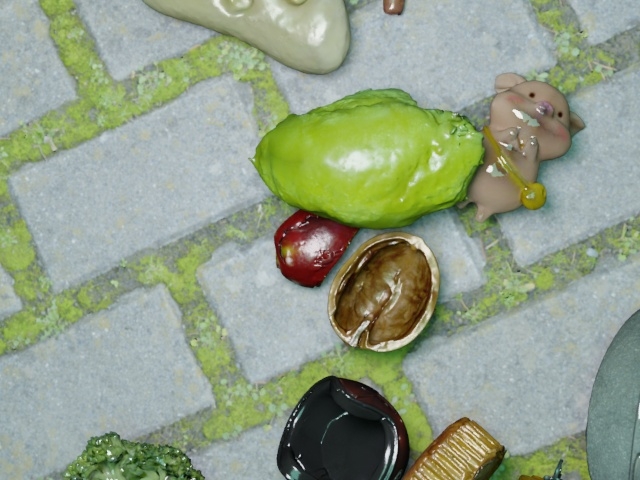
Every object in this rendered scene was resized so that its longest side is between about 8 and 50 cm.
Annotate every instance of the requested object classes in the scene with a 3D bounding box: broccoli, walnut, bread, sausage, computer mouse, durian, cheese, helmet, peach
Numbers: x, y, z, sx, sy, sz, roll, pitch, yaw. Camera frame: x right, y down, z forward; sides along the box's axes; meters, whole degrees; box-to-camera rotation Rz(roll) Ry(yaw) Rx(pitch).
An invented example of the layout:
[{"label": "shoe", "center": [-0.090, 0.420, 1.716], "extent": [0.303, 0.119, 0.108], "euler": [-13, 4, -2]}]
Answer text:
[{"label": "broccoli", "center": [-0.297, 0.464, 1.691], "extent": [0.288, 0.260, 0.235], "euler": [29, 124, 2]}, {"label": "walnut", "center": [0.110, 0.088, 1.738], "extent": [0.167, 0.087, 0.211], "euler": [36, 89, 12]}, {"label": "bread", "center": [0.198, 0.373, 1.673], "extent": [0.104, 0.199, 0.199], "euler": [40, 91, 19]}, {"label": "sausage", "center": [0.131, -0.471, 1.782], "extent": [0.043, 0.043, 0.186], "euler": [7, 89, 5]}, {"label": "computer mouse", "center": [0.518, 0.250, 1.624], "extent": [0.203, 0.114, 0.373], "euler": [5, 66, 27]}, {"label": "durian", "center": [0.067, -0.126, 1.679], "extent": [0.340, 0.256, 0.204], "euler": [-18, 126, -8]}, {"label": "cheese", "center": [-0.137, -0.412, 1.760], "extent": [0.328, 0.129, 0.351], "euler": [-16, 84, 2]}, {"label": "helmet", "center": [0.040, 0.321, 1.680], "extent": [0.216, 0.193, 0.189], "euler": [39, 95, 34]}, {"label": "peach", "center": [0.000, 0.001, 1.749], "extent": [0.172, 0.092, 0.127], "euler": [-29, 82, 5]}]

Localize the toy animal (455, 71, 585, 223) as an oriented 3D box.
[{"label": "toy animal", "center": [0.309, -0.142, 1.705], "extent": [0.165, 0.149, 0.248], "euler": [38, 84, -11]}]

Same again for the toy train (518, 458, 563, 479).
[{"label": "toy train", "center": [0.338, 0.558, 1.640], "extent": [0.249, 0.178, 0.429], "euler": [27, 79, -23]}]
